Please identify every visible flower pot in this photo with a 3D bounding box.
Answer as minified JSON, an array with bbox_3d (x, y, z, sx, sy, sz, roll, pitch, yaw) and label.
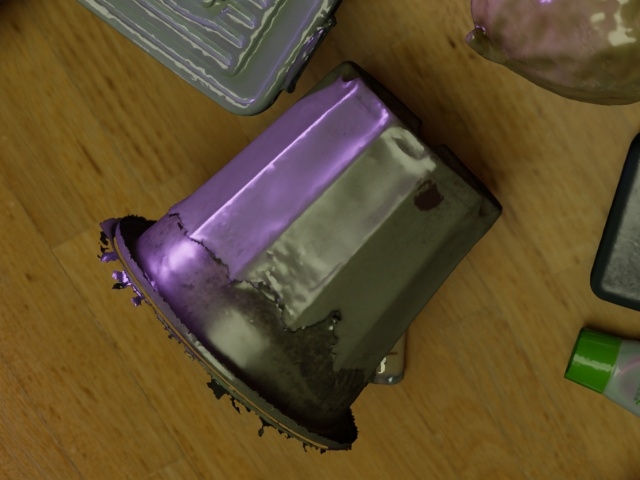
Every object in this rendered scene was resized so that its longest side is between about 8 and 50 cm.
[{"bbox_3d":[0.000,0.000,1.286,0.290,0.290,0.259,44,100,0],"label":"flower pot"}]

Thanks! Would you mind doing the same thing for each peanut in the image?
[{"bbox_3d":[0.257,-0.197,1.191,0.291,0.143,0.159,-26,75,25],"label":"peanut"}]

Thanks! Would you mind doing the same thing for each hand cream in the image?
[{"bbox_3d":[0.351,0.147,1.344,0.275,0.050,0.079,20,141,6],"label":"hand cream"},{"bbox_3d":[0.058,0.065,1.415,0.061,0.039,0.143,2,104,20],"label":"hand cream"}]

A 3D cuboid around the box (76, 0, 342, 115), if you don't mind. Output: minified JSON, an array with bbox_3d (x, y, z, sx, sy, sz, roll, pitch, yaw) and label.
[{"bbox_3d":[-0.087,-0.234,1.302,0.243,0.135,0.163,35,115,5],"label":"box"}]

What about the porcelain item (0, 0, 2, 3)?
[{"bbox_3d":[-0.379,-0.289,1.359,0.242,0.178,0.405,34,113,6],"label":"porcelain item"}]

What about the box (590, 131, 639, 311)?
[{"bbox_3d":[0.355,0.007,1.282,0.230,0.050,0.160,18,113,12],"label":"box"}]
